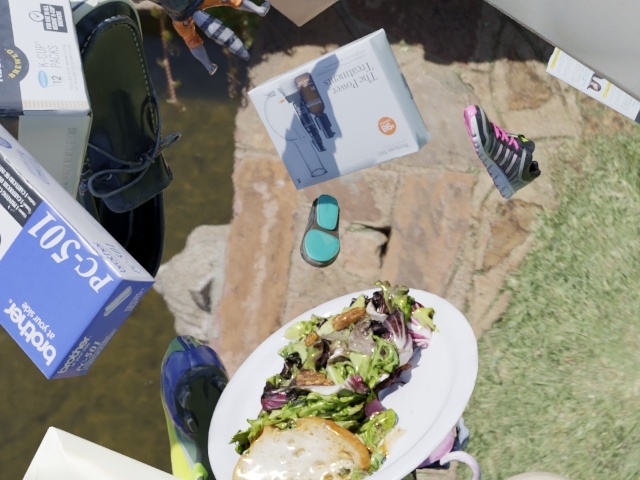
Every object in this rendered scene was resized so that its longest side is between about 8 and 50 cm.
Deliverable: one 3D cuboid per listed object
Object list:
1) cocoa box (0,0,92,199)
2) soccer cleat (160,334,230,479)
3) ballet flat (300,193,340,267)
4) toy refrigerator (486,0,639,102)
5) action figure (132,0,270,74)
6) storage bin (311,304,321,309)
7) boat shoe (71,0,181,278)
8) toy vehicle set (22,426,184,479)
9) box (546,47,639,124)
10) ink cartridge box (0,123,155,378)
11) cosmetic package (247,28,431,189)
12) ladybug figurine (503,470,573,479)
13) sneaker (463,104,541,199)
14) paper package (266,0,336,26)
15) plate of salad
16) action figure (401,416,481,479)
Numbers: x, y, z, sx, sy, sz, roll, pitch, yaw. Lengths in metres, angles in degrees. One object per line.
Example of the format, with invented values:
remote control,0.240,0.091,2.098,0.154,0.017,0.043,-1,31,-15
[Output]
cocoa box,-0.391,-0.193,0.799,0.231,0.228,0.347,-55,45,51
soccer cleat,-0.158,0.251,0.998,0.121,0.094,0.289,-131,36,-51
ballet flat,0.000,0.000,1.840,0.095,0.280,0.096,22,126,-5
toy refrigerator,0.194,-0.144,0.469,0.270,0.102,0.094,28,122,-12
action figure,-0.248,-0.528,1.547,0.341,0.330,0.178,-37,41,24
storage bin,0.023,0.184,1.258,0.098,0.091,0.135,-16,111,41
boat shoe,-0.299,-0.123,1.133,0.156,0.187,0.500,30,131,22
toy vehicle set,0.003,0.172,0.375,0.267,0.166,0.035,18,66,11
box,0.544,-0.310,1.420,0.244,0.060,0.100,44,135,36
ink cartridge box,-0.231,0.001,0.592,0.207,0.046,0.097,41,100,19
cosmetic package,0.041,-0.306,1.866,0.377,0.097,0.284,-15,111,37
ladybug figurine,0.382,0.646,1.528,0.305,0.162,0.449,32,101,1
sneaker,0.260,-0.134,1.080,0.075,0.170,0.063,-26,36,18
paper package,-0.081,-0.730,1.903,0.309,0.325,0.168,-6,54,62
plate of salad,0.007,0.093,0.518,0.200,0.048,0.199,-22,30,14
action figure,0.054,0.382,1.324,0.371,0.275,0.248,4,112,-9
